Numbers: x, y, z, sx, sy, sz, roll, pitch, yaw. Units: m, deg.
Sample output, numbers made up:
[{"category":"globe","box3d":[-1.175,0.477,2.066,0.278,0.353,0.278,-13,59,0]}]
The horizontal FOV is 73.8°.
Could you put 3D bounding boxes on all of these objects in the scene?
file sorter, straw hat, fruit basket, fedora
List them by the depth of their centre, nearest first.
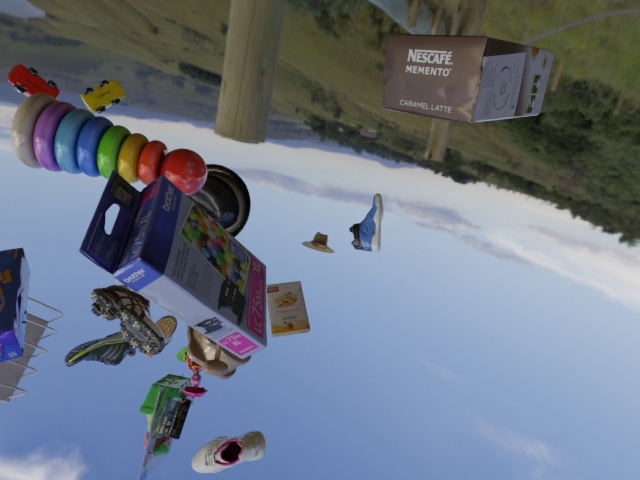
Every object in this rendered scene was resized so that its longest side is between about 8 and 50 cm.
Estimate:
[{"category":"file sorter","box3d":[-0.963,0.324,1.320,0.173,0.278,0.193,-21,136,30]},{"category":"fedora","box3d":[-0.441,-0.148,1.649,0.333,0.335,0.152,18,-172,16]},{"category":"straw hat","box3d":[0.000,0.000,1.655,0.144,0.061,0.144,14,169,3]},{"category":"fruit basket","box3d":[-0.607,0.726,1.685,0.165,0.354,0.327,5,174,0]}]

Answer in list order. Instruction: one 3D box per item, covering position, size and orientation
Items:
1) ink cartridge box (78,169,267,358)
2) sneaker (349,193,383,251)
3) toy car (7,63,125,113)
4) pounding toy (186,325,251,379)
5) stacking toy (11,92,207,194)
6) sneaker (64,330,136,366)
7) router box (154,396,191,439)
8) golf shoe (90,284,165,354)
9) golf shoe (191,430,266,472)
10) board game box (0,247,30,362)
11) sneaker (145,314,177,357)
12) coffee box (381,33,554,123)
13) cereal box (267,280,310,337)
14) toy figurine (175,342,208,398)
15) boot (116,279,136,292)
[{"category":"ink cartridge box","box3d":[-0.197,0.032,0.658,0.311,0.065,0.186,45,-156,-37]},{"category":"sneaker","box3d":[0.115,-0.048,1.099,0.084,0.152,0.058,3,174,17]},{"category":"toy car","box3d":[-0.601,-0.287,1.028,0.238,0.225,0.053,-3,-176,-34]},{"category":"pounding toy","box3d":[-0.243,0.251,1.117,0.154,0.155,0.270,37,-162,-36]},{"category":"stacking toy","box3d":[-0.380,-0.168,0.814,0.329,0.141,0.141,14,-166,-8]},{"category":"sneaker","box3d":[-0.842,0.441,1.672,0.111,0.122,0.299,-14,179,32]},{"category":"router box","box3d":[-0.480,0.576,1.390,0.092,0.123,0.038,-13,141,37]},{"category":"golf shoe","box3d":[-0.499,0.198,1.160,0.272,0.105,0.120,32,-150,20]},{"category":"golf shoe","box3d":[-0.344,0.739,1.484,0.140,0.306,0.115,32,-145,-60]},{"category":"board game box","box3d":[-0.798,0.149,0.947,0.233,0.078,0.347,-11,-147,-26]},{"category":"sneaker","box3d":[-0.523,0.305,1.419,0.069,0.185,0.084,43,-159,2]},{"category":"coffee box","box3d":[0.218,-0.234,0.617,0.141,0.098,0.246,23,-151,37]},{"category":"cereal box","box3d":[-0.151,0.301,1.896,0.172,0.047,0.240,-6,-122,-15]},{"category":"toy figurine","box3d":[-0.417,0.444,1.438,0.130,0.173,0.159,4,-131,-24]},{"category":"boot","box3d":[-0.885,0.169,1.911,0.123,0.258,0.095,9,-128,23]}]
